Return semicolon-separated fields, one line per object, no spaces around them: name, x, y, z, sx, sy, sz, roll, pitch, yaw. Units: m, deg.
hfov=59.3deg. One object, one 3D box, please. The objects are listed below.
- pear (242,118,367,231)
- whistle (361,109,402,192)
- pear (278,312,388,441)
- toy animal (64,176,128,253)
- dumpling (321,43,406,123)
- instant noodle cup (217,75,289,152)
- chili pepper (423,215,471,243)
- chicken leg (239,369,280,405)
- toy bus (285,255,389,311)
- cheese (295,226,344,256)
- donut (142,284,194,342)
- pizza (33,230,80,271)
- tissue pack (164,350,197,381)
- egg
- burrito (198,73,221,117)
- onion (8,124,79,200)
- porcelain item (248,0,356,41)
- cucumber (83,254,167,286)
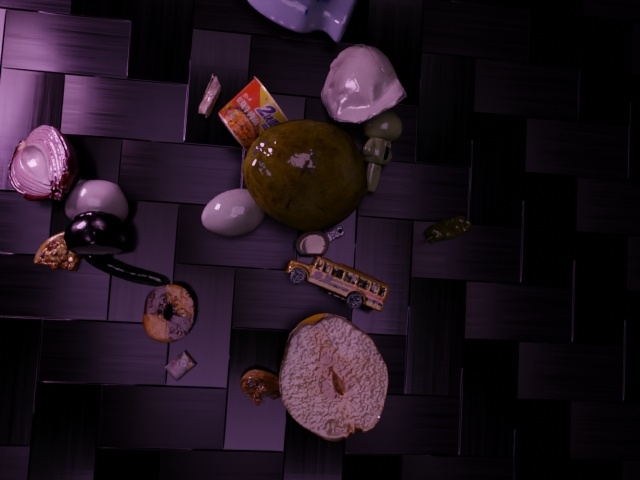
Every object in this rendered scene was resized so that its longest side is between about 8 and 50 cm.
pear;-0.042;-0.209;1.754;0.413;0.352;0.352;24;83;-38
whistle;0.185;-0.318;1.911;0.141;0.141;0.294;21;102;-5
pear;0.030;0.426;1.797;0.340;0.191;0.387;-16;85;-8
toy animal;-0.696;-0.075;1.754;0.187;0.165;0.235;2;72;-23
dumpling;0.120;-0.514;1.857;0.260;0.181;0.341;-32;74;7
instant noodle cup;-0.217;-0.396;1.824;0.174;0.213;0.213;-36;91;2
chili pepper;0.418;-0.033;1.933;0.204;0.073;0.072;-17;71;-18
chicken leg;-0.158;0.481;1.828;0.207;0.101;0.085;15;116;-14
toy bus;0.054;0.134;1.849;0.335;0.121;0.123;23;89;-6
cheese;0.001;0.007;1.892;0.171;0.047;0.092;-7;89;-8
donut;-0.485;0.233;1.810;0.166;0.073;0.184;-8;87;-6
pizza;-0.818;0.039;1.796;0.175;0.046;0.134;-44;92;-7
tissue pack;-0.452;0.407;1.822;0.083;0.035;0.063;-41;92;-8
egg;-0.280;-0.087;1.814;0.209;0.151;0.151;-15;88;-6
burrito;-0.366;-0.484;1.882;0.055;0.041;0.149;21;84;8
onion;-0.831;-0.209;1.746;0.227;0.120;0.283;-46;64;9
porcelain item;-0.086;-0.822;1.867;0.405;0.178;0.243;23;85;-2
cucumber;-0.631;0.097;1.811;0.284;0.056;0.056;18;85;-1
